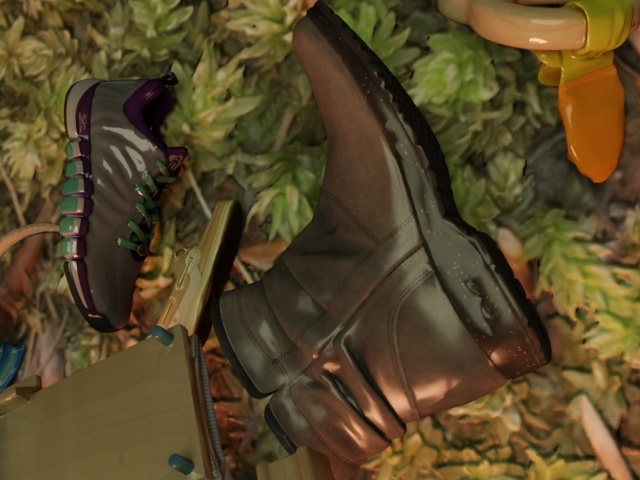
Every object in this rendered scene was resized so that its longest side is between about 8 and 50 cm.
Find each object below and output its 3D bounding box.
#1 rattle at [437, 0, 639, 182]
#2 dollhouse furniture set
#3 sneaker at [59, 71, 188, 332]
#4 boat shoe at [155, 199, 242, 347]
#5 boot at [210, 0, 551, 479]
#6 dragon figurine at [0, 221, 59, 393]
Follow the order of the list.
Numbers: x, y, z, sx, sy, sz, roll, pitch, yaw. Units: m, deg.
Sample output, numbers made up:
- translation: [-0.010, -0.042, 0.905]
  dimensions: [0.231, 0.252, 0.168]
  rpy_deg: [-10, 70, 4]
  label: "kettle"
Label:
- translation: [0.147, -0.151, 0.666]
  dimensions: [0.199, 0.143, 0.130]
  rpy_deg: [18, 55, 33]
  label: "rattle"
- translation: [-0.086, 0.208, 0.651]
  dimensions: [0.286, 0.198, 0.304]
  rpy_deg: [-27, 52, 11]
  label: "dollhouse furniture set"
- translation: [-0.160, -0.037, 0.720]
  dimensions: [0.098, 0.083, 0.224]
  rpy_deg: [-8, 80, 11]
  label: "sneaker"
- translation: [-0.103, 0.027, 0.708]
  dimensions: [0.045, 0.050, 0.136]
  rpy_deg: [19, 88, 13]
  label: "boat shoe"
- translation: [0.000, 0.000, 0.652]
  dimensions: [0.222, 0.118, 0.338]
  rpy_deg: [-32, 70, 16]
  label: "boot"
- translation: [-0.324, 0.098, 0.748]
  dimensions: [0.085, 0.144, 0.289]
  rpy_deg: [33, 74, 20]
  label: "dragon figurine"
